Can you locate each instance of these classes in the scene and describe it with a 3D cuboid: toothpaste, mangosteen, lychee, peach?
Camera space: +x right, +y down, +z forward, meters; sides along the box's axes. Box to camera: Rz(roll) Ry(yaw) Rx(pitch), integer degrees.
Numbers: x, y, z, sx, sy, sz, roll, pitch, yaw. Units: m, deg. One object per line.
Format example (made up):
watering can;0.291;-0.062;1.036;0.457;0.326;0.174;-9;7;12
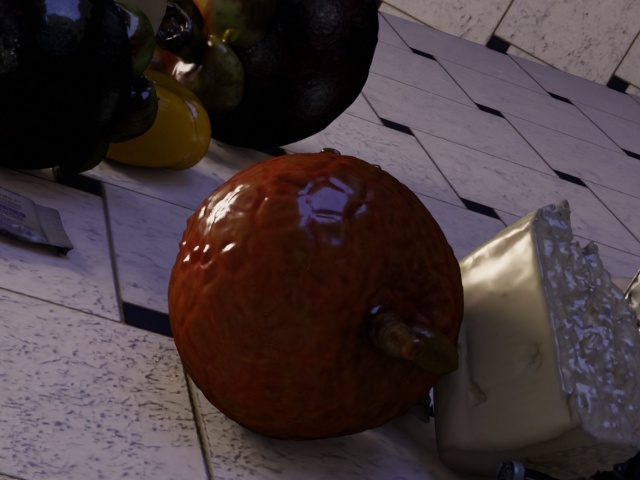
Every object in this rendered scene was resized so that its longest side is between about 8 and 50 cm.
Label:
toothpaste;-0.362;-0.059;1.578;0.282;0.068;0.099;23;43;-23
mangosteen;-0.283;-0.173;1.758;0.243;0.243;0.243;21;16;-6
mangosteen;-0.090;-0.256;2.141;0.330;0.330;0.330;21;16;-6
lychee;0.000;0.045;1.383;0.255;0.255;0.300;6;-2;-44
peach;-0.208;-0.141;1.947;0.179;0.103;0.179;22;15;-6

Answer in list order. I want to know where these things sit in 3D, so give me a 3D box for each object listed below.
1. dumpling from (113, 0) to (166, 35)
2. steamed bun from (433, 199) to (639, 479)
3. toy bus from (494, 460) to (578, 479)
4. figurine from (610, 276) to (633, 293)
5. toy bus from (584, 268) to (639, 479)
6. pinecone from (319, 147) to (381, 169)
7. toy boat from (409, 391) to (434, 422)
dumpling;-0.309;-0.280;1.949;0.242;0.187;0.318;15;-22;-27
steamed bun;0.200;0.094;1.467;0.170;0.226;0.200;18;-29;-36
toy bus;0.179;0.235;1.313;0.073;0.076;0.167;19;14;-15
figurine;0.320;0.105;1.798;0.181;0.145;0.257;19;13;-1
toy bus;0.381;0.085;1.564;0.202;0.365;0.177;25;12;-38
pinecone;-0.001;0.001;1.657;0.185;0.169;0.212;37;30;1
toy boat;0.012;0.102;1.542;0.210;0.066;0.084;18;-14;6
